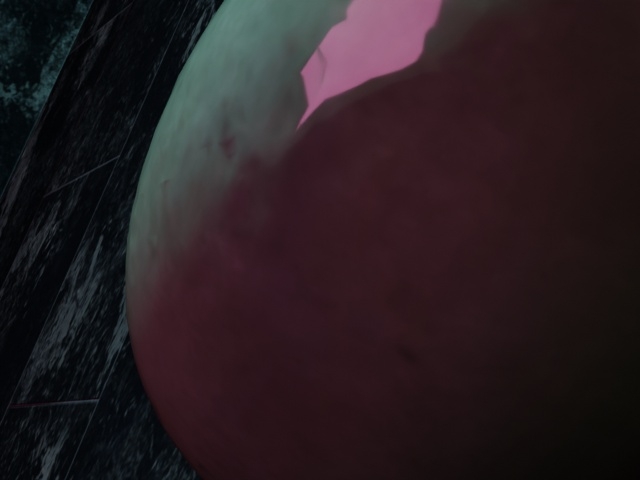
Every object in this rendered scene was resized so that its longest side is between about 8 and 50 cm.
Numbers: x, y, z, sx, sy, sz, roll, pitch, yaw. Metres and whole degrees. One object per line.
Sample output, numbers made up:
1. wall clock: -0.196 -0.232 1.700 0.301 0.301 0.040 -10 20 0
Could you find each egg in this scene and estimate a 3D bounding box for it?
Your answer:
1. egg: 0.066 -0.019 0.552 0.352 0.258 0.258 -48 25 28
